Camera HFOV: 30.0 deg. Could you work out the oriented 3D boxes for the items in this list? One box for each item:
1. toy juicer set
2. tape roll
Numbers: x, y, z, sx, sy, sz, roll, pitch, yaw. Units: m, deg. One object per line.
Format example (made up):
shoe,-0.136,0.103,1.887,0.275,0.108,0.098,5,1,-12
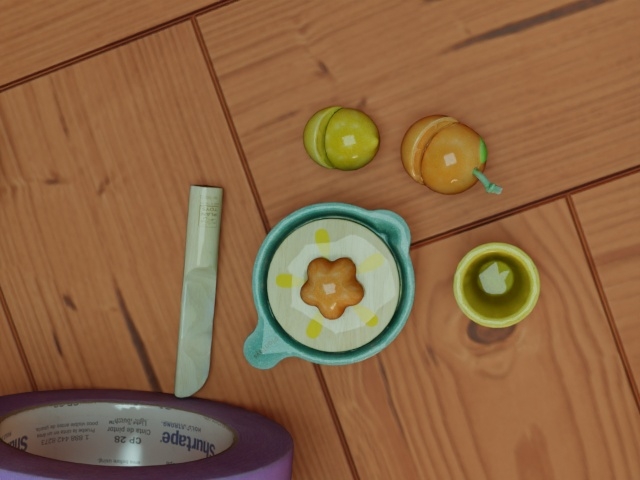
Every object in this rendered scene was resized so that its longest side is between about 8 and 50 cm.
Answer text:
toy juicer set,0.000,0.000,0.983,0.329,0.089,0.209,-15,93,9
tape roll,-0.160,0.188,0.926,0.274,0.275,0.090,4,96,7
